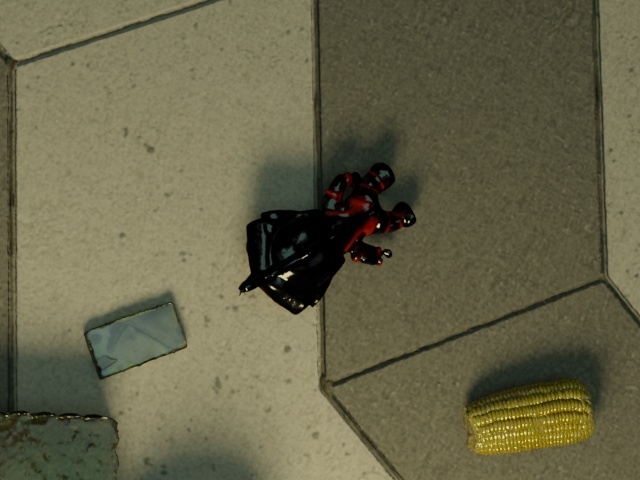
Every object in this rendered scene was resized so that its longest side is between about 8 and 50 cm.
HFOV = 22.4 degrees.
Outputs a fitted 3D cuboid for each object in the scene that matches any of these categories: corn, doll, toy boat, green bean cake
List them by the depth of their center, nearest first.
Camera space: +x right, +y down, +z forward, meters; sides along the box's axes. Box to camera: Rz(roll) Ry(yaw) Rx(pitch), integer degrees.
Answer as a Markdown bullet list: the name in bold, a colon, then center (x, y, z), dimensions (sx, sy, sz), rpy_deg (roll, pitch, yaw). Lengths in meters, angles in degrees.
- **green bean cake**: center (-0.324, 0.288, 1.876), dimensions (0.173, 0.094, 0.181), rpy_deg (1, 84, -13)
- **toy boat**: center (-0.223, 0.120, 1.952), dimensions (0.115, 0.016, 0.063), rpy_deg (-19, 89, -14)
- **doll**: center (0.000, 0.002, 1.982), dimensions (0.248, 0.088, 0.127), rpy_deg (-36, 72, -22)
- **corn**: center (0.261, 0.223, 2.024), dimensions (0.165, 0.063, 0.085), rpy_deg (-11, 112, -11)
